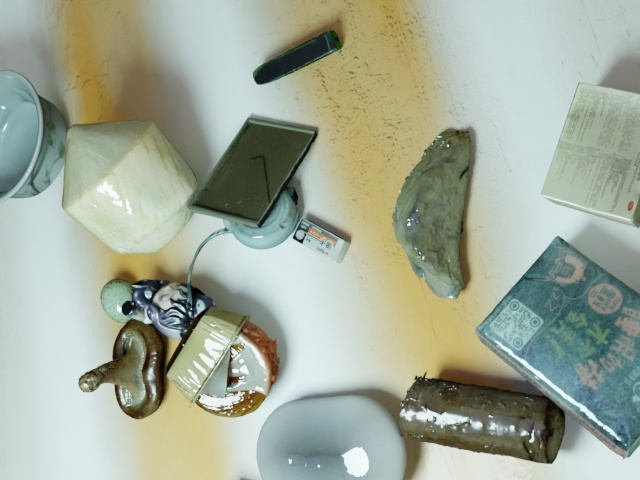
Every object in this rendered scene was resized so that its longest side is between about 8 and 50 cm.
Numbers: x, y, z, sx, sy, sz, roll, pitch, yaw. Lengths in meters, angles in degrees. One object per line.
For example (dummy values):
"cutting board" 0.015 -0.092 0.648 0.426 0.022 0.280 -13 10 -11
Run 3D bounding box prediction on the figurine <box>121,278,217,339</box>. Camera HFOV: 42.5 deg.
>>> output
"figurine" -0.318 0.164 1.813 0.222 0.145 0.146 11 88 30

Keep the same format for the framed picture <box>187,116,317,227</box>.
"framed picture" -0.143 -0.150 1.755 0.192 0.018 0.265 15 61 31

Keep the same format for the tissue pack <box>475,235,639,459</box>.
"tissue pack" 0.448 0.172 1.369 0.315 0.103 0.228 40 87 28

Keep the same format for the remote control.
"remote control" 0.016 0.416 1.602 0.331 0.103 0.221 -11 78 28

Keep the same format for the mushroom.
"mushroom" -0.446 0.283 1.817 0.148 0.217 0.227 -15 75 28

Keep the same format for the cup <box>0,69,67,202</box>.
"cup" -0.780 -0.247 2.117 0.347 0.163 0.347 -5 80 30

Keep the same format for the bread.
"bread" -0.195 0.261 1.700 0.211 0.142 0.224 33 107 3

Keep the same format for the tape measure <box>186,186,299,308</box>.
"tape measure" -0.173 0.008 1.728 0.164 0.084 0.330 25 72 31

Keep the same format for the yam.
"yam" 0.280 0.314 1.458 0.279 0.131 0.131 4 85 29

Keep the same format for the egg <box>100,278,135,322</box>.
"egg" -0.470 0.142 1.928 0.085 0.085 0.110 -39 64 19

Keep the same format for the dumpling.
"dumpling" 0.200 -0.056 1.582 0.166 0.086 0.332 0 78 27

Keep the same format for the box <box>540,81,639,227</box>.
"box" 0.500 -0.147 1.416 0.168 0.095 0.212 20 94 32

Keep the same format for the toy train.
"toy train" -0.053 -0.395 1.796 0.209 0.042 0.044 -20 95 27

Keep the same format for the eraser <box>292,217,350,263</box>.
"eraser" 0.000 0.000 1.715 0.122 0.029 0.052 28 97 29

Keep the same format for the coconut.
"coconut" -0.430 -0.129 1.801 0.328 0.328 0.329 -5 80 29
